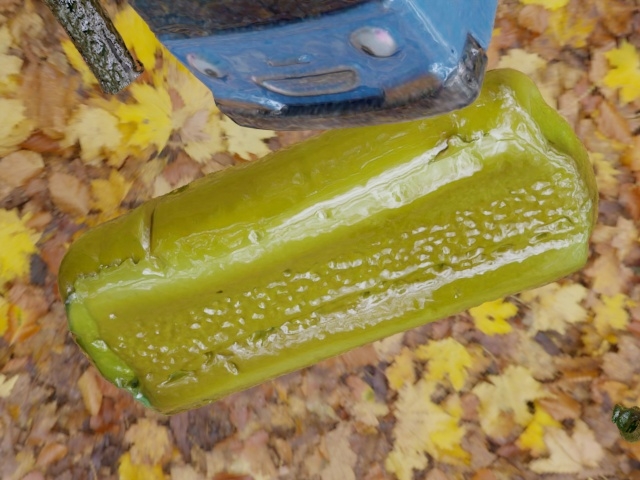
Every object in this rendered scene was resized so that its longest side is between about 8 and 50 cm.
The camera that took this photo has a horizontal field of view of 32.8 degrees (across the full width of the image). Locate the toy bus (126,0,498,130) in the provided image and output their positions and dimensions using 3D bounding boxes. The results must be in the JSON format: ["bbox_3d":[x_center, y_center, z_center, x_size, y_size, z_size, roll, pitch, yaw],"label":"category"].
[{"bbox_3d":[0.009,-0.166,0.376,0.133,0.116,0.233,39,59,-47],"label":"toy bus"}]

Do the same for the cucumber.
[{"bbox_3d":[-0.302,-0.291,1.312,0.067,0.067,0.245,-34,102,-3],"label":"cucumber"}]

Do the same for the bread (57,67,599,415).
[{"bbox_3d":[0.000,0.000,0.766,0.384,0.112,0.166,-21,123,15],"label":"bread"}]

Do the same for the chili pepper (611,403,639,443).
[{"bbox_3d":[0.453,0.240,1.447,0.100,0.257,0.074,-9,78,-3],"label":"chili pepper"}]
